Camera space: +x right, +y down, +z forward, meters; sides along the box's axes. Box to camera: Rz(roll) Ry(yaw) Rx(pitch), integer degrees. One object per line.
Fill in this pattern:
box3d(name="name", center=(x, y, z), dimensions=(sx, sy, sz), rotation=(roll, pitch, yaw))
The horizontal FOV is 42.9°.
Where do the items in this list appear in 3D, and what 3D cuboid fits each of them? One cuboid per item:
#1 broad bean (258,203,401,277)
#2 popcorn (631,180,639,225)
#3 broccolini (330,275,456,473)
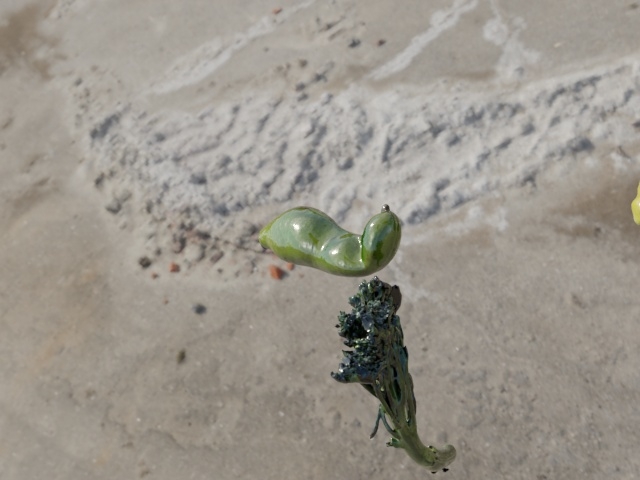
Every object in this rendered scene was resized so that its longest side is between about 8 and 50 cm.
box3d(name="broad bean", center=(0.000, 0.000, 0.802), dimensions=(0.213, 0.048, 0.070), rotation=(-1, 92, 49))
box3d(name="popcorn", center=(0.358, -0.045, 0.604), dimensions=(0.266, 0.233, 0.192), rotation=(-16, 68, -24))
box3d(name="broccolini", center=(0.077, 0.130, 0.741), dimensions=(0.062, 0.271, 0.123), rotation=(1, 55, 29))
